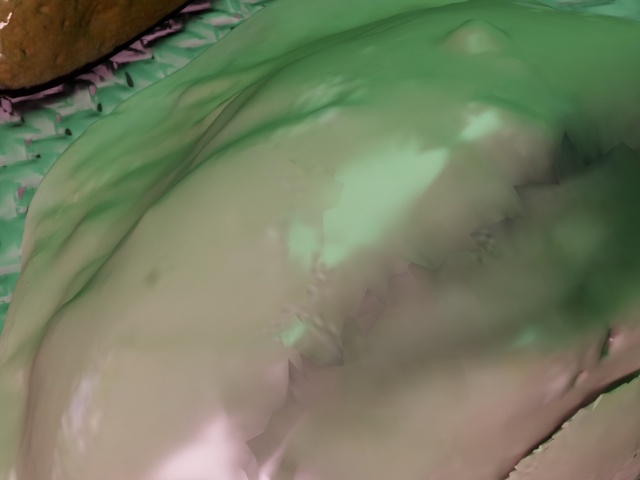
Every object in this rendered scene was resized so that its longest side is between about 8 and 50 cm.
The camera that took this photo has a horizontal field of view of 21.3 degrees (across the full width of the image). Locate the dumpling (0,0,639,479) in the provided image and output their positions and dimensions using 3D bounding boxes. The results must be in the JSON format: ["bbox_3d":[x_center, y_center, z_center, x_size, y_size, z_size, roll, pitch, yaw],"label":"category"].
[{"bbox_3d":[0.000,0.000,0.515,0.318,0.187,0.243,-30,52,-24],"label":"dumpling"}]

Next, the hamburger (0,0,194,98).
[{"bbox_3d":[-0.115,-0.209,0.771,0.168,0.192,0.288,18,44,36],"label":"hamburger"}]
